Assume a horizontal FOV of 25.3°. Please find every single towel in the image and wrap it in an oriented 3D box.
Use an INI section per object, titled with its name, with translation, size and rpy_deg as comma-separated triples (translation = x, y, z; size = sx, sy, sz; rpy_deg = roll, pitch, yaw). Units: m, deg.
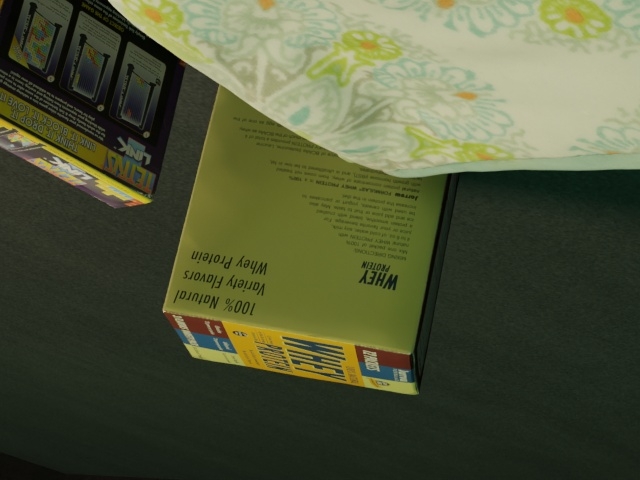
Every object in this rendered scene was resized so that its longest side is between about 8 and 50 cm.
[towel]
translation = 0.086, -0.137, 0.891
size = 0.374, 0.090, 0.320
rpy_deg = -4, 156, 40

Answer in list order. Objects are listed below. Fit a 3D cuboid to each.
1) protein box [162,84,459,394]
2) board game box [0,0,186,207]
[protein box]
translation = 0.000, 0.000, 1.164
size = 0.199, 0.201, 0.136
rpy_deg = 9, 161, 9
[board game box]
translation = -0.178, -0.121, 1.023
size = 0.048, 0.141, 0.170
rpy_deg = -5, 154, 41
